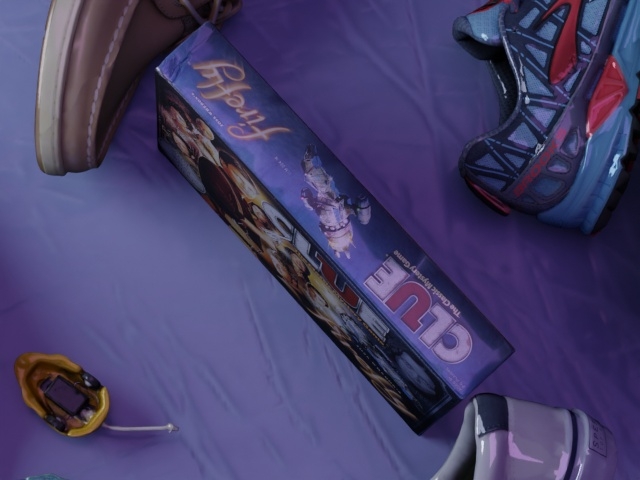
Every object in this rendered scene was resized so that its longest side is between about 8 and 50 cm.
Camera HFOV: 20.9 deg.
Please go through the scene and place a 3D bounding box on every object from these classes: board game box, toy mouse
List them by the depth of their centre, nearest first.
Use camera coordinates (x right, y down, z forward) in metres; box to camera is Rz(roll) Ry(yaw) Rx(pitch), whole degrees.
[{"bbox_3d":[0.000,0.000,0.997,0.042,0.165,0.243,-41,83,-12],"label":"board game box"},{"bbox_3d":[-0.189,0.129,1.017,0.161,0.031,0.143,32,76,3],"label":"toy mouse"}]

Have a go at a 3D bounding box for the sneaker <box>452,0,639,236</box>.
[{"bbox_3d":[0.148,-0.141,1.075,0.125,0.104,0.261,12,75,1],"label":"sneaker"}]

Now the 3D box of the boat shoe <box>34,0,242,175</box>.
[{"bbox_3d":[-0.092,-0.172,1.061,0.098,0.109,0.302,18,70,0],"label":"boat shoe"}]

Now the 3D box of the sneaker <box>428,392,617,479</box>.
[{"bbox_3d":[0.062,0.190,0.955,0.091,0.094,0.258,23,106,-11],"label":"sneaker"}]
